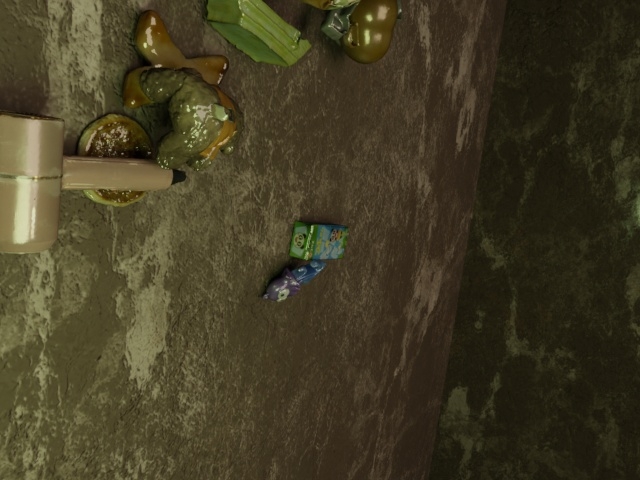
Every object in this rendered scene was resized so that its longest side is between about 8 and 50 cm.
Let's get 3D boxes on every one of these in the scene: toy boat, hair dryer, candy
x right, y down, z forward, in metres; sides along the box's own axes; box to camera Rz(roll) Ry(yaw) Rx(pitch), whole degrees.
[{"bbox_3d":[-0.120,-0.414,1.074,0.276,0.111,0.084,12,97,-62],"label":"toy boat"},{"bbox_3d":[-0.341,-0.088,0.839,0.344,0.106,0.189,-6,108,-53],"label":"hair dryer"},{"bbox_3d":[0.000,0.000,1.474,0.194,0.062,0.097,1,102,-58],"label":"candy"}]

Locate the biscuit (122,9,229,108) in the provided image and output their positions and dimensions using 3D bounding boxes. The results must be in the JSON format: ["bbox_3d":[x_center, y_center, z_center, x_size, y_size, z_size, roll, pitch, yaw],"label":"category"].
[{"bbox_3d":[-0.255,-0.289,0.969,0.208,0.047,0.164,13,90,-59],"label":"biscuit"}]

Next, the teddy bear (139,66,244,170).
[{"bbox_3d":[-0.200,-0.210,0.927,0.190,0.140,0.177,-36,118,-73],"label":"teddy bear"}]

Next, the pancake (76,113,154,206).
[{"bbox_3d":[-0.340,-0.132,0.914,0.158,0.028,0.158,-23,118,-51],"label":"pancake"}]

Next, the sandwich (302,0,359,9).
[{"bbox_3d":[-0.043,-0.553,1.056,0.155,0.198,0.227,-44,123,-39],"label":"sandwich"}]

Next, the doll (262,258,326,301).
[{"bbox_3d":[-0.064,0.100,1.383,0.206,0.067,0.110,-30,156,-28],"label":"doll"}]

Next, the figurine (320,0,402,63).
[{"bbox_3d":[0.105,-0.579,1.318,0.342,0.167,0.285,-25,116,-28],"label":"figurine"}]
